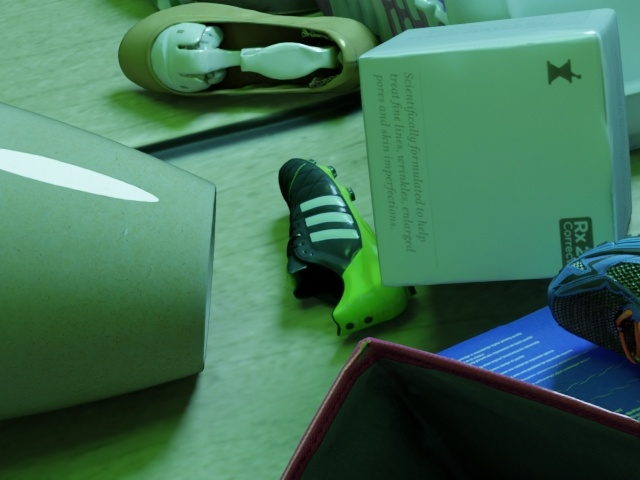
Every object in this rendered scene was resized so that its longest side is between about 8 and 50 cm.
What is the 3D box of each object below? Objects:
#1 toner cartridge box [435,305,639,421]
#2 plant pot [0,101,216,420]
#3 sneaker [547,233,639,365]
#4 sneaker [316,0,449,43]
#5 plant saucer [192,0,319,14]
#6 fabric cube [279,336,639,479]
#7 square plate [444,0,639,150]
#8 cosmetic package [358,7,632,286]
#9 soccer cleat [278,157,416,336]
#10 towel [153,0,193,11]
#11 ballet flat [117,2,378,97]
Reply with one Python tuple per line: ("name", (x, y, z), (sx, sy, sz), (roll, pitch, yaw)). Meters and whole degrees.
("toner cartridge box", (0.204, 0.094, 1.002), (0.348, 0.075, 0.165), (-23, 37, -10))
("plant pot", (-0.209, 0.015, 1.133), (0.274, 0.256, 0.256), (3, 38, -3))
("sneaker", (0.211, 0.063, 0.915), (0.221, 0.083, 0.087), (21, 56, 38))
("sneaker", (0.083, -0.207, 1.404), (0.105, 0.095, 0.236), (-29, 39, -17))
("plant saucer", (-0.041, -0.338, 1.574), (0.311, 0.050, 0.310), (-2, 53, 2))
("fabric cube", (0.107, 0.232, 0.662), (0.259, 0.258, 0.254), (15, 64, 33))
("square plate", (0.246, -0.242, 1.209), (0.344, 0.347, 0.049), (-14, 9, 0))
("cosmetic package", (0.121, -0.064, 1.117), (0.151, 0.151, 0.184), (-4, 10, 14))
("soccer cleat", (0.000, 0.000, 1.203), (0.072, 0.060, 0.179), (-26, 42, -12))
("towel", (-0.054, -0.352, 1.636), (0.325, 0.038, 0.248), (-24, 56, -14))
("ballet flat", (-0.069, -0.155, 1.393), (0.232, 0.080, 0.073), (-1, 14, 18))
